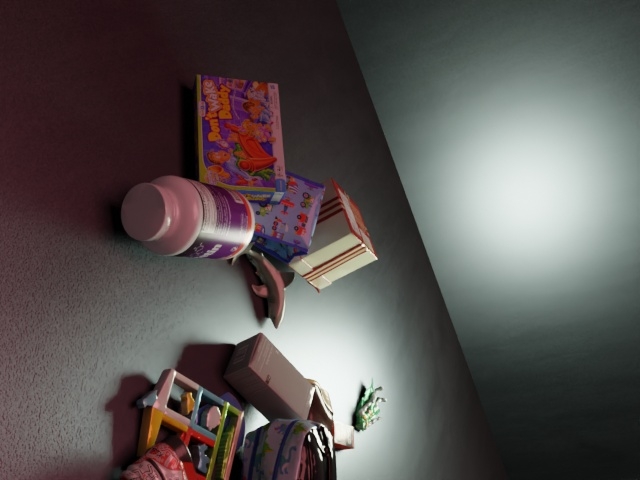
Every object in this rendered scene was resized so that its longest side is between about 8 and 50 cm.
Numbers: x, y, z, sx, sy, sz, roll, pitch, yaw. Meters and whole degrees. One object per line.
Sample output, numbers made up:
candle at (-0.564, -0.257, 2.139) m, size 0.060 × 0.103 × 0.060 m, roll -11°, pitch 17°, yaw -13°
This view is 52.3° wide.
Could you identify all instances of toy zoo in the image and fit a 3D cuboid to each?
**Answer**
toy zoo at (-0.289, 0.409, 1.418) m, size 0.293 × 0.030 × 0.192 m, roll 44°, pitch 43°, yaw -39°

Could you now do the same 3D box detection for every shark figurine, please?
shark figurine at (-0.138, 0.094, 1.879) m, size 0.278 × 0.116 × 0.166 m, roll 65°, pitch 24°, yaw -24°

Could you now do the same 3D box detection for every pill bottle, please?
pill bottle at (-0.305, -0.050, 1.521) m, size 0.323 × 0.181 × 0.182 m, roll 7°, pitch 69°, yaw -63°

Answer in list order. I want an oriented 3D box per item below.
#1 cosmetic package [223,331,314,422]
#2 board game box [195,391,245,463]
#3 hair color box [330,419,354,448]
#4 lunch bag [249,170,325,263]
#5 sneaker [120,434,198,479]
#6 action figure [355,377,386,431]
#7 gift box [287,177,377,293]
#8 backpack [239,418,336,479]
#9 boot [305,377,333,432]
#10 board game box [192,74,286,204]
cosmetic package at (-0.129, 0.370, 1.698) m, size 0.238 × 0.107 × 0.127 m, roll 47°, pitch 33°, yaw -23°
board game box at (-0.244, 0.441, 1.535) m, size 0.168 × 0.033 × 0.133 m, roll -19°, pitch 93°, yaw -58°
hair color box at (0.058, 0.615, 2.061) m, size 0.141 × 0.043 × 0.072 m, roll 37°, pitch 44°, yaw -52°
lunch bag at (-0.160, -0.100, 1.835) m, size 0.293 × 0.138 × 0.221 m, roll 25°, pitch 63°, yaw -23°
sneaker at (-0.291, 0.534, 1.275) m, size 0.145 × 0.090 × 0.270 m, roll -29°, pitch 99°, yaw -42°
action figure at (0.173, 0.600, 2.303) m, size 0.232 × 0.063 × 0.137 m, roll -39°, pitch 114°, yaw -60°
gift box at (0.000, 0.000, 2.042) m, size 0.255 × 0.258 × 0.276 m, roll 44°, pitch 24°, yaw -50°
backpack at (-0.075, 0.610, 1.567) m, size 0.290 × 0.273 × 0.356 m, roll 29°, pitch 74°, yaw -56°
boot at (-0.035, 0.514, 1.869) m, size 0.248 × 0.090 × 0.207 m, roll 39°, pitch 43°, yaw -49°
board game box at (-0.226, -0.275, 1.786) m, size 0.233 × 0.078 × 0.347 m, roll 2°, pitch 68°, yaw -19°
